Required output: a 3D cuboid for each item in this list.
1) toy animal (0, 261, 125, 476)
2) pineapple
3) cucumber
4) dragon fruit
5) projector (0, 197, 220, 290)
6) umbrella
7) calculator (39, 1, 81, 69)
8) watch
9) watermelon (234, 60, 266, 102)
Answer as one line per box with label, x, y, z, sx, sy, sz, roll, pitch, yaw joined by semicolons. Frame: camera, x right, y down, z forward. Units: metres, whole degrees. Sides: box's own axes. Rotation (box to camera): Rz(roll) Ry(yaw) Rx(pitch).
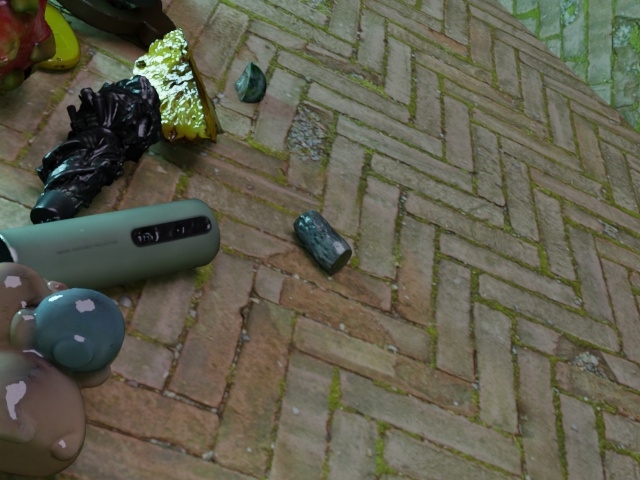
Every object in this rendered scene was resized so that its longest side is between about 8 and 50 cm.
toy animal;-0.336;0.149;1.016;0.210;0.229;0.221;39;68;-42
pineapple;-0.257;-0.232;1.609;0.164;0.139;0.250;54;16;-68
cucumber;0.002;0.001;1.551;0.064;0.064;0.112;-17;56;-47
dragon fruit;-0.540;-0.358;1.403;0.307;0.227;0.243;40;1;18
projector;-0.298;0.014;1.261;0.337;0.108;0.108;-14;56;-46
umbrella;-0.359;-0.142;1.383;0.154;0.128;0.337;19;44;17
calculator;-0.517;-0.386;1.626;0.146;0.032;0.235;-10;53;-44
watch;-0.365;-0.594;1.716;0.314;0.327;0.335;22;34;-28
watermelon;-0.144;-0.314;1.833;0.061;0.085;0.085;10;30;20
